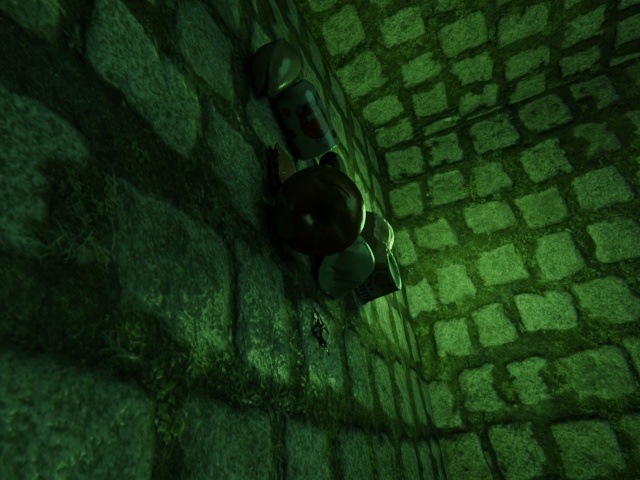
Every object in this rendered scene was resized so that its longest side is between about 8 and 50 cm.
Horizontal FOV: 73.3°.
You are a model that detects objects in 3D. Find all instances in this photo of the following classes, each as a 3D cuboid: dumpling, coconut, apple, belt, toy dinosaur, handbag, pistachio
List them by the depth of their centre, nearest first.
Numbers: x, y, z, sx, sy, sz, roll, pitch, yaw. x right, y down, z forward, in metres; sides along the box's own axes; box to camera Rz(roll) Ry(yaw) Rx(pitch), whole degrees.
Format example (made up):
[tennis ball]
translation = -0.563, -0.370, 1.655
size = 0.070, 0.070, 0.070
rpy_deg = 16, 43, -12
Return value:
[apple]
translation = -0.006, -0.105, 1.578
size = 0.339, 0.339, 0.340
rpy_deg = -18, 90, -71
[toy dinosaur]
translation = -0.002, 0.335, 1.652
size = 0.108, 0.032, 0.220
rpy_deg = 11, 60, -66
[handbag]
translation = -0.154, -0.268, 1.723
size = 0.157, 0.059, 0.213
rpy_deg = 47, 30, -55
[pistachio]
translation = -0.194, -0.728, 1.833
size = 0.226, 0.207, 0.332
rpy_deg = 115, -9, -45
[dumpling]
translation = 0.100, 0.107, 1.900
size = 0.321, 0.269, 0.212
rpy_deg = 59, 1, -23
[coconut]
translation = 0.230, 0.000, 2.226
size = 0.254, 0.297, 0.298
rpy_deg = 32, 42, -46
[belt]
translation = 0.068, -0.357, 2.304
size = 0.126, 0.139, 0.231
rpy_deg = -61, 135, -67

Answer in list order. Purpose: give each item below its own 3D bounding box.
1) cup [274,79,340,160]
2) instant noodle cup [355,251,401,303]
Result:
[cup]
translation = -0.071, -0.562, 1.996
size = 0.318, 0.212, 0.212
rpy_deg = 62, 21, -23
[instant noodle cup]
translation = 0.311, 0.188, 2.389
size = 0.296, 0.213, 0.297
rpy_deg = 54, 25, -41
